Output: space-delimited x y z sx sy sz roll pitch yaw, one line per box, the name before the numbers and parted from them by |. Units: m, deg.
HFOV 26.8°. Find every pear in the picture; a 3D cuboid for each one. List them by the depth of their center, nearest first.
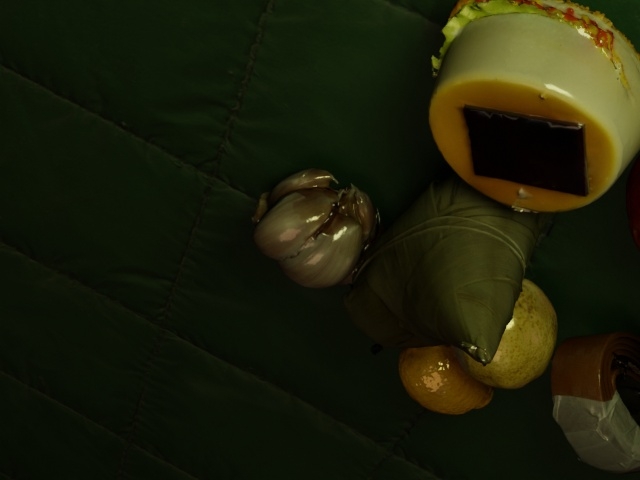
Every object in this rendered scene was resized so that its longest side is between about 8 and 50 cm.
pear | 0.274 0.131 2.025 0.178 0.178 0.178 18 141 16

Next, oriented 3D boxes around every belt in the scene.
belt | 0.450 0.249 2.016 0.105 0.184 0.261 -12 139 42

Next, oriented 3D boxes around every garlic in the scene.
garlic | 0.000 0.000 2.061 0.214 0.160 0.191 48 144 -17

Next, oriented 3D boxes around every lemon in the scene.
lemon | 0.206 0.211 2.176 0.187 0.142 0.142 38 143 -26

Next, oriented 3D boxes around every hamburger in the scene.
hamburger | 0.273 -0.175 1.669 0.276 0.179 0.294 11 142 27

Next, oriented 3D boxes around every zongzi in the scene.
zongzi | 0.127 0.116 1.884 0.181 0.418 0.447 31 131 -13

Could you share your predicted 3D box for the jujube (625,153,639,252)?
jujube | 0.523 -0.056 1.603 0.318 0.223 0.223 -17 123 36
